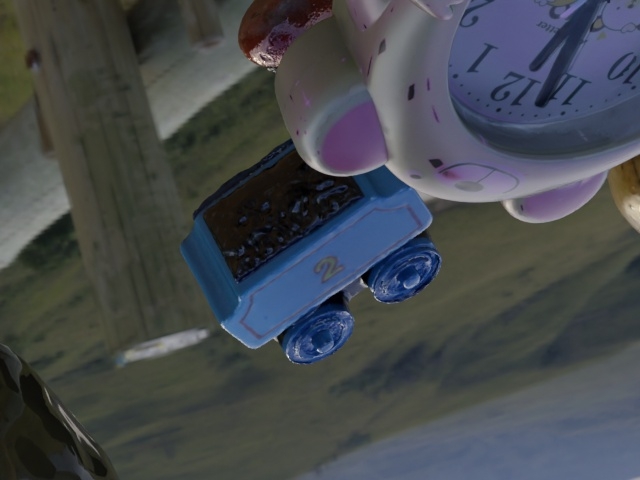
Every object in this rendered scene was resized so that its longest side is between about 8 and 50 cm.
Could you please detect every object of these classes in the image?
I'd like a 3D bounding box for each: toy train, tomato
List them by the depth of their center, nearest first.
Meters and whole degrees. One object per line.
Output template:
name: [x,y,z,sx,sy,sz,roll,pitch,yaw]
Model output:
toy train: [0.000,0.000,1.409,0.300,0.188,0.265,-36,146,5]
tomato: [-0.038,-0.334,1.629,0.189,0.173,0.099,21,172,22]

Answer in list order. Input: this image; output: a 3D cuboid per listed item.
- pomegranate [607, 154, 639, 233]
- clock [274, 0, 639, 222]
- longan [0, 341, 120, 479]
pomegranate: [0.441,-0.100,1.119,0.322,0.322,0.322,-16,169,-3]
clock: [0.141,-0.139,0.605,0.284,0.114,0.309,10,134,-36]
longan: [-0.338,0.251,0.960,0.361,0.361,0.361,-16,169,-3]
